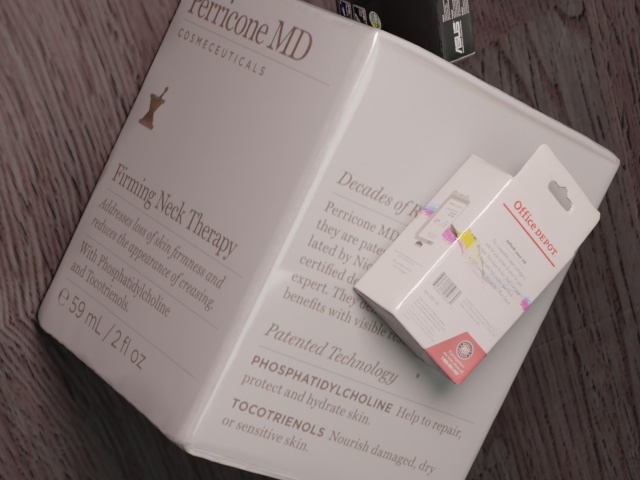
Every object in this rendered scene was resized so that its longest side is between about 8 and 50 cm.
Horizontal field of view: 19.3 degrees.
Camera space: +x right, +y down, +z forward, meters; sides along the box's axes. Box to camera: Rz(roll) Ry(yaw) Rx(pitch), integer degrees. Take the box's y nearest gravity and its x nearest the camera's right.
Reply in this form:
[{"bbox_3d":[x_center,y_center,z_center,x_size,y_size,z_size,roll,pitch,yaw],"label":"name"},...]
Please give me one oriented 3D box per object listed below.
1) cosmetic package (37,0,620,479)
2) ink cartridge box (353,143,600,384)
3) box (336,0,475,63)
[{"bbox_3d":[0.000,0.000,1.783,0.327,0.329,0.394,22,95,-37],"label":"cosmetic package"},{"bbox_3d":[0.138,0.011,1.628,0.198,0.067,0.115,-47,127,-7],"label":"ink cartridge box"},{"bbox_3d":[0.072,-0.281,1.808,0.045,0.184,0.191,-20,119,-25],"label":"box"}]
